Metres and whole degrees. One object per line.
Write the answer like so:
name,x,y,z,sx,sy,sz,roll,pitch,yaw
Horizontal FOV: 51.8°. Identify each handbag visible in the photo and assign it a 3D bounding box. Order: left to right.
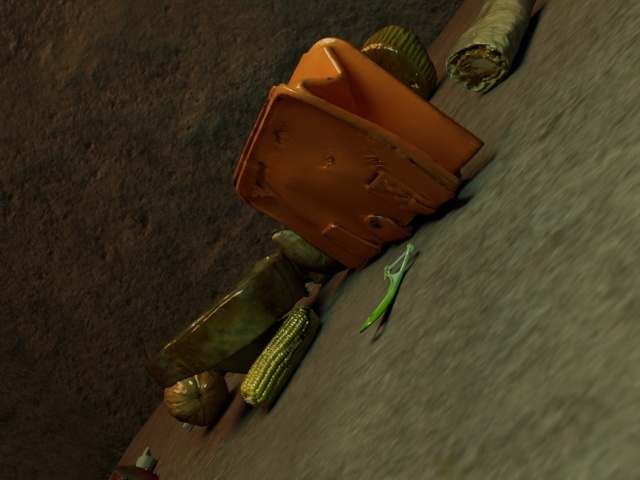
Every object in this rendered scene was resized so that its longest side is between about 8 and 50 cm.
handbag,0.032,-0.109,1.054,0.116,0.303,0.410,-58,6,-25

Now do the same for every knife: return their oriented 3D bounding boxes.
knife,0.092,0.069,0.903,0.078,0.023,0.166,-57,1,42

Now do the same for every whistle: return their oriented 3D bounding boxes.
whistle,-0.559,0.729,1.998,0.062,0.062,0.312,-53,7,9

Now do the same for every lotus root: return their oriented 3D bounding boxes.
lotus root,-0.183,0.160,1.332,0.375,0.111,0.390,-41,5,-10

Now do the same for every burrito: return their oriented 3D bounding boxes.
burrito,0.330,-0.387,1.263,0.143,0.105,0.299,-41,12,48

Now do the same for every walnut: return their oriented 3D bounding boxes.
walnut,-0.305,0.380,1.617,0.155,0.155,0.184,-55,7,-13

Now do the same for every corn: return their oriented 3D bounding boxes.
corn,-0.069,0.204,1.171,0.203,0.072,0.072,-56,6,-22

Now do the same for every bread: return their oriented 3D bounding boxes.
bread,0.221,-0.500,1.969,0.227,0.253,0.142,-13,30,44

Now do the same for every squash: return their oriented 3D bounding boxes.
squash,-0.127,0.238,1.456,0.192,0.085,0.184,-30,-5,43

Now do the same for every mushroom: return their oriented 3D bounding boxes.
mushroom,0.001,0.020,1.282,0.210,0.094,0.072,-5,-38,-41

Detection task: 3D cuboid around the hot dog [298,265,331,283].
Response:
hot dog,0.000,0.000,1.422,0.250,0.104,0.076,104,-169,-45

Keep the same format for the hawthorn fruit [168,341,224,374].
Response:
hawthorn fruit,-0.366,0.371,2.057,0.189,0.149,0.149,-8,24,16

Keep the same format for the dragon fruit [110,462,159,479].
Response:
dragon fruit,-0.457,0.623,1.648,0.142,0.138,0.175,-11,-61,-40

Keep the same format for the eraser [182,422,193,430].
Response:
eraser,-0.354,0.490,1.909,0.122,0.029,0.052,-54,6,-6
